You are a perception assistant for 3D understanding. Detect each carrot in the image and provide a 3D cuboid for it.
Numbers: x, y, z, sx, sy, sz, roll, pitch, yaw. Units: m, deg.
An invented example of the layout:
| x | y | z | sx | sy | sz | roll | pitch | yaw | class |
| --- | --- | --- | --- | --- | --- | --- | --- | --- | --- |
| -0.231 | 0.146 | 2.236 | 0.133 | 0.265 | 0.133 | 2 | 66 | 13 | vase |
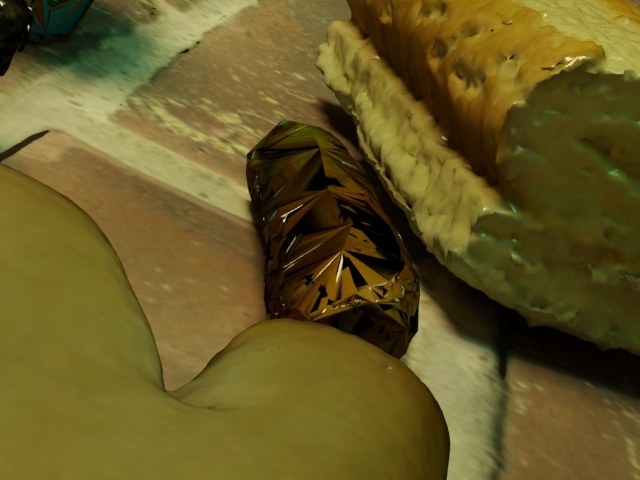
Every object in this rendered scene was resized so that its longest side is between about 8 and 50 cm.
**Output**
| x | y | z | sx | sy | sz | roll | pitch | yaw | class |
| --- | --- | --- | --- | --- | --- | --- | --- | --- | --- |
| 0.000 | -0.001 | 0.621 | 0.069 | 0.069 | 0.228 | 21 | 18 | -15 | carrot |

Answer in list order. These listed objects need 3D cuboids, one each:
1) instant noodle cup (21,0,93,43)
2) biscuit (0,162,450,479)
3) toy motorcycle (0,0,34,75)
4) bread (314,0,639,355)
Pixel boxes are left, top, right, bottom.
| x | y | z | sx | sy | sz | roll | pitch | yaw | class |
| --- | --- | --- | --- | --- | --- | --- | --- | --- | --- |
| -0.200 | -0.237 | 0.805 | 0.240 | 0.178 | 0.240 | 23 | 19 | -8 | instant noodle cup |
| -0.077 | 0.057 | 0.370 | 0.237 | 0.062 | 0.290 | 27 | 17 | 4 | biscuit |
| -0.240 | -0.089 | 0.438 | 0.207 | 0.134 | 0.401 | 25 | 17 | -2 | toy motorcycle |
| 0.148 | -0.073 | 0.837 | 0.237 | 0.165 | 0.375 | 16 | 20 | -20 | bread |
